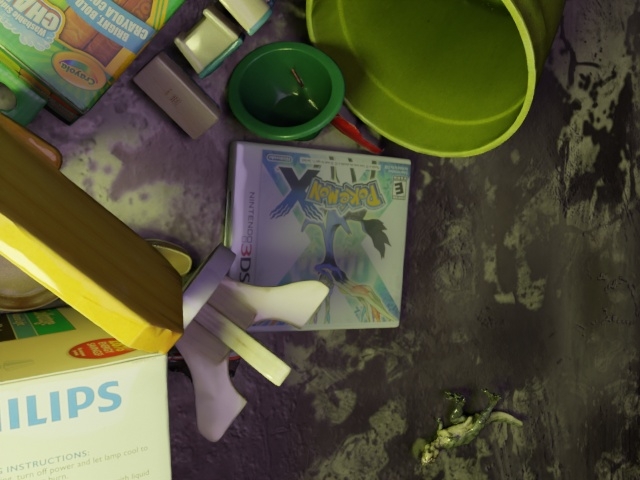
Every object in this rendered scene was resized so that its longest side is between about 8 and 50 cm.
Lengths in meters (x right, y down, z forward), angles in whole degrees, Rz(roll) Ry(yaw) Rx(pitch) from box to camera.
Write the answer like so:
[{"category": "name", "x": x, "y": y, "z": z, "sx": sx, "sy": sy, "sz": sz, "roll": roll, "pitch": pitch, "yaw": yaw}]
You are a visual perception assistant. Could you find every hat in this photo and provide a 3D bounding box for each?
[{"category": "hat", "x": -0.033, "y": -0.189, "z": 1.044, "sx": 0.208, "sy": 0.183, "sz": 0.173, "roll": 39, "pitch": 78, "yaw": 19}]

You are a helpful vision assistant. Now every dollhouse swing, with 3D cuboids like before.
[{"category": "dollhouse swing", "x": -0.349, "y": 0.034, "z": 0.627, "sx": 0.315, "sy": 0.347, "sz": 0.305, "roll": -34, "pitch": 107, "yaw": -5}]

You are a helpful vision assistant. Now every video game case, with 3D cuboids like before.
[{"category": "video game case", "x": 0.000, "y": 0.000, "z": 1.072, "sx": 0.329, "sy": 0.036, "sz": 0.299, "roll": 2, "pitch": 94, "yaw": -28}]

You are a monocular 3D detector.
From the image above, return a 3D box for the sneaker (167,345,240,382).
[{"category": "sneaker", "x": -0.193, "y": 0.192, "z": 0.976, "sx": 0.158, "sy": 0.061, "sz": 0.064, "roll": 3, "pitch": 101, "yaw": -27}]

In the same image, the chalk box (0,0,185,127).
[{"category": "chalk box", "x": -0.322, "y": -0.263, "z": 0.796, "sx": 0.180, "sy": 0.179, "sz": 0.289, "roll": 40, "pitch": 76, "yaw": -24}]

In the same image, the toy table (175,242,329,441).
[{"category": "toy table", "x": -0.124, "y": 0.117, "z": 0.859, "sx": 0.161, "sy": 0.274, "sz": 0.252, "roll": 39, "pitch": 92, "yaw": -7}]

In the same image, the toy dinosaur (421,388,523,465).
[{"category": "toy dinosaur", "x": 0.291, "y": 0.345, "z": 1.245, "sx": 0.268, "sy": 0.064, "sz": 0.118, "roll": -11, "pitch": 114, "yaw": -27}]

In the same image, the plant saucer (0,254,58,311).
[{"category": "plant saucer", "x": -0.404, "y": 0.009, "z": 0.862, "sx": 0.168, "sy": 0.029, "sz": 0.168, "roll": -3, "pitch": 95, "yaw": -29}]

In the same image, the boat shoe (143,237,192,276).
[{"category": "boat shoe", "x": -0.257, "y": 0.032, "z": 0.902, "sx": 0.190, "sy": 0.072, "sz": 0.068, "roll": 3, "pitch": 93, "yaw": -42}]

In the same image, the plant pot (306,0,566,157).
[{"category": "plant pot", "x": 0.225, "y": -0.384, "z": 1.009, "sx": 0.366, "sy": 0.366, "sz": 0.353, "roll": 51, "pitch": 60, "yaw": -22}]

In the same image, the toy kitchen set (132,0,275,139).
[{"category": "toy kitchen set", "x": -0.145, "y": -0.282, "z": 0.956, "sx": 0.207, "sy": 0.166, "sz": 0.122, "roll": -36, "pitch": 114, "yaw": 19}]

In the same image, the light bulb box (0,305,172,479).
[{"category": "light bulb box", "x": -0.321, "y": 0.283, "z": 0.746, "sx": 0.225, "sy": 0.358, "sz": 0.361, "roll": -5, "pitch": 96, "yaw": -29}]
